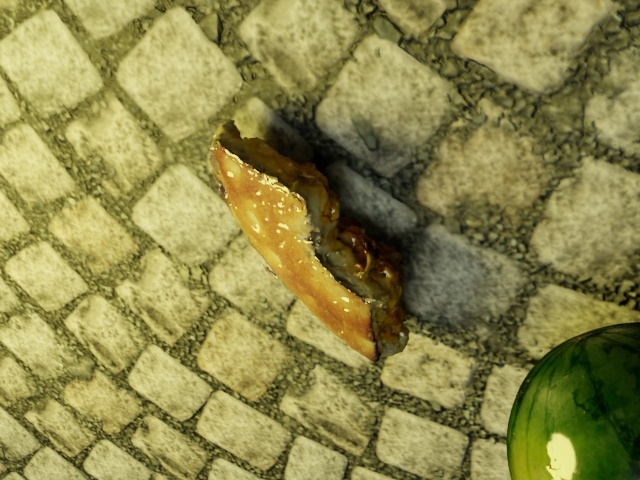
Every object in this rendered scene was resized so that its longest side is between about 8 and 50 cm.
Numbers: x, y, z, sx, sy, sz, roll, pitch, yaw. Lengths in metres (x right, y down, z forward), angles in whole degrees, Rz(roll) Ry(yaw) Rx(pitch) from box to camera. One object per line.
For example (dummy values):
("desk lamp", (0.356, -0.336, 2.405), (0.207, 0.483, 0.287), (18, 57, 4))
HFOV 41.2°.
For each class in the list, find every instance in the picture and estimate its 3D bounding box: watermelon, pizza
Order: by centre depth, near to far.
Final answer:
("watermelon", (0.288, 0.194, 0.762), (0.242, 0.242, 0.242), (14, 130, 17))
("pizza", (0.000, 0.000, 0.859), (0.305, 0.085, 0.161), (53, 152, -15))
